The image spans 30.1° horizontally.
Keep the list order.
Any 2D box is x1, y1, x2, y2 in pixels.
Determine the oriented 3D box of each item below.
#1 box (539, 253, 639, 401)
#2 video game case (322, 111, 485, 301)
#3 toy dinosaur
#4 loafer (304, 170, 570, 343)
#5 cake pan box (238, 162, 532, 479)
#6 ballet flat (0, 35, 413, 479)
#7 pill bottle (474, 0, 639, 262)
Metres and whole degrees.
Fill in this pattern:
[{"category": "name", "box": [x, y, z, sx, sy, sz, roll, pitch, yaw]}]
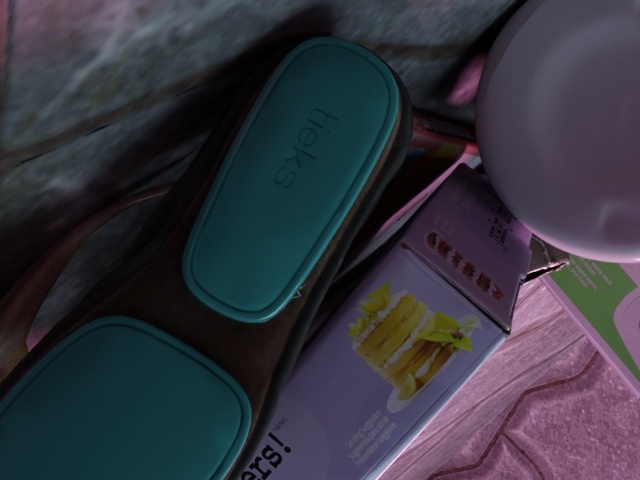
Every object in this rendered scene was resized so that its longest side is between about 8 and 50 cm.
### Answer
[{"category": "box", "box": [0.294, 0.052, 1.080, 0.127, 0.262, 0.231, -40, 165, 7]}, {"category": "video game case", "box": [0.000, 0.000, 0.718, 0.204, 0.025, 0.285, -43, 164, 18]}, {"category": "toy dinosaur", "box": [-0.145, 0.050, 0.514, 0.211, 0.064, 0.112, -58, 169, 20]}, {"category": "loafer", "box": [0.063, 0.054, 0.800, 0.251, 0.087, 0.094, -43, 164, 19]}, {"category": "cake pan box", "box": [0.011, 0.081, 0.640, 0.246, 0.070, 0.267, -48, 178, 18]}, {"category": "ballet flat", "box": [-0.052, 0.041, 0.491, 0.280, 0.095, 0.096, -53, 179, -14]}, {"category": "pill bottle", "box": [0.210, -0.067, 0.737, 0.161, 0.161, 0.283, -43, 164, 18]}]
